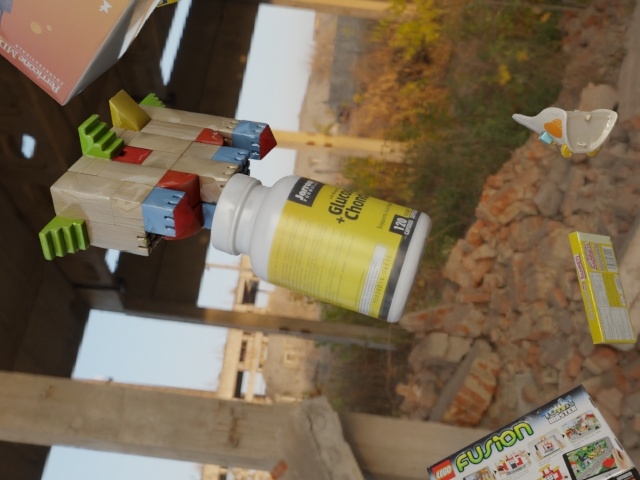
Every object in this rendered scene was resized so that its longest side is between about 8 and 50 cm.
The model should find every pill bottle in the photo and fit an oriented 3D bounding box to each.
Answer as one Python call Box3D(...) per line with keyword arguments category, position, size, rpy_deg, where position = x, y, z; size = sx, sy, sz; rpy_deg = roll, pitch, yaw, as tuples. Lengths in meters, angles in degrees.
Box3D(category="pill bottle", position=(0.000, 0.000, 0.652), size=(0.103, 0.184, 0.103), rpy_deg=(17, -90, -81))

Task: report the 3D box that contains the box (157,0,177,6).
Box3D(category="box", position=(-0.212, -0.409, 1.131), size=(0.059, 0.168, 0.054), rpy_deg=(-121, 15, -66))

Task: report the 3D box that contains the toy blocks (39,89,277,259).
Box3D(category="toy blocks", position=(-0.230, -0.098, 1.150), size=(0.381, 0.260, 0.191), rpy_deg=(-66, -17, -51))

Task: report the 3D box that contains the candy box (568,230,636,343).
Box3D(category="candy box", position=(0.516, 0.087, 1.320), size=(0.027, 0.105, 0.206), rpy_deg=(-30, 61, 51))

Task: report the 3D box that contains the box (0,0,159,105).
Box3D(category="box", position=(-0.187, -0.212, 0.540), size=(0.170, 0.130, 0.091), rpy_deg=(-39, 17, 39))

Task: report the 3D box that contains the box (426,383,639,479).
Box3D(category="box", position=(0.230, 0.258, 0.800), size=(0.036, 0.207, 0.114), rpy_deg=(50, -166, -37))

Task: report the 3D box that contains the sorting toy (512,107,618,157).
Box3D(category="sorting toy", position=(0.231, -0.112, 0.705), size=(0.075, 0.083, 0.045), rpy_deg=(33, 121, 48))
